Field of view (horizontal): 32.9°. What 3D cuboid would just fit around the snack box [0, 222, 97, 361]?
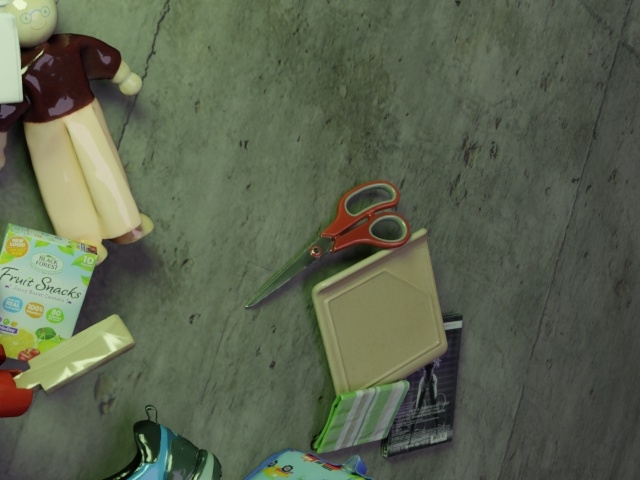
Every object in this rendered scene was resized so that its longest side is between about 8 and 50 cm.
[{"bbox_3d":[-0.314,0.062,1.189,0.100,0.037,0.141,16,103,-20],"label":"snack box"}]

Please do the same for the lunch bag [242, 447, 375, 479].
[{"bbox_3d":[-0.039,0.392,1.448,0.293,0.221,0.138,-44,126,-30],"label":"lunch bag"}]

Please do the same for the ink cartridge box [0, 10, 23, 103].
[{"bbox_3d":[-0.413,-0.165,1.012,0.218,0.159,0.092,-15,106,-43],"label":"ink cartridge box"}]

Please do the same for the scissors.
[{"bbox_3d":[0.000,0.000,1.553,0.297,0.021,0.109,-22,78,-23],"label":"scissors"}]

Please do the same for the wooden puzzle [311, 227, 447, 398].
[{"bbox_3d":[0.090,0.121,1.643,0.221,0.044,0.238,-27,121,-29],"label":"wooden puzzle"}]

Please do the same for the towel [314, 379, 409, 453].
[{"bbox_3d":[0.062,0.264,1.642,0.152,0.023,0.113,-2,122,-44],"label":"towel"}]

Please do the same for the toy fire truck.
[{"bbox_3d":[-0.338,0.087,1.092,0.246,0.158,0.217,10,53,-53],"label":"toy fire truck"}]

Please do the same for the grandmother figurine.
[{"bbox_3d":[-0.283,-0.147,1.192,0.208,0.104,0.342,-41,126,-39],"label":"grandmother figurine"}]

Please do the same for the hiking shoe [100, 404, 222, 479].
[{"bbox_3d":[-0.258,0.360,1.328,0.132,0.113,0.304,39,73,-10],"label":"hiking shoe"}]

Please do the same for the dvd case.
[{"bbox_3d":[0.167,0.234,1.771,0.164,0.018,0.221,-3,100,-44],"label":"dvd case"}]
